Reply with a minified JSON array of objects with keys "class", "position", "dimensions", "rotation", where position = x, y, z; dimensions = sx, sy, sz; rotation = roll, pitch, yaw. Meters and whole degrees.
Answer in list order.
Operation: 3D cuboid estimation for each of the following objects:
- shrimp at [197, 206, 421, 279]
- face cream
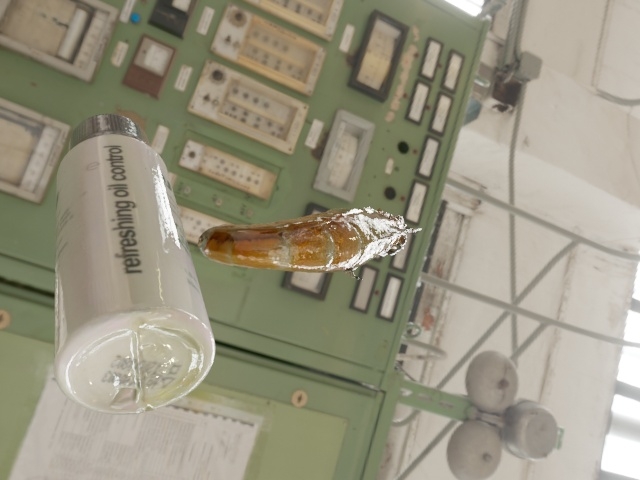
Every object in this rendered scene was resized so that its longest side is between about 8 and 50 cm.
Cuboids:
[{"class":"shrimp","position":[0.000,0.000,0.520],"dimensions":[0.150,0.249,0.067],"rotation":[11,-81,49]},{"class":"face cream","position":[-0.155,-0.018,0.424],"dimensions":[0.092,0.092,0.311],"rotation":[-62,-145,25]}]
